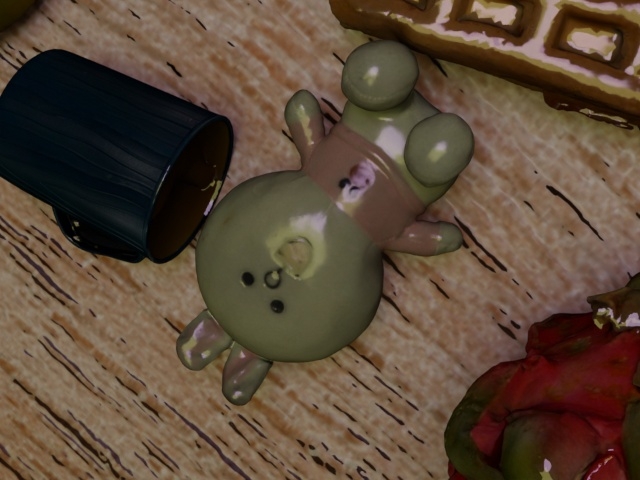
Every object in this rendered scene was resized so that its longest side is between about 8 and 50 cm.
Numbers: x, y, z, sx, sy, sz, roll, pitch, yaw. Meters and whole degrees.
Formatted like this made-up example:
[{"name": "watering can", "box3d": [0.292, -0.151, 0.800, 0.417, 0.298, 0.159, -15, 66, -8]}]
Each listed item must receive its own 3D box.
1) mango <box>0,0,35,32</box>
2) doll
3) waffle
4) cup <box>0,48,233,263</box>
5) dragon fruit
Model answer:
[{"name": "mango", "box3d": [-0.263, -0.220, 0.627, 0.191, 0.085, 0.122, -35, 86, 18]}, {"name": "doll", "box3d": [0.005, -0.006, 0.587, 0.155, 0.113, 0.275, 39, 114, 3]}, {"name": "waffle", "box3d": [0.186, -0.186, 0.511, 0.328, 0.098, 0.224, 21, 106, 11]}, {"name": "cup", "box3d": [-0.158, -0.049, 0.614, 0.138, 0.113, 0.150, 26, 103, 11]}, {"name": "dragon fruit", "box3d": [0.192, 0.147, 0.488, 0.303, 0.237, 0.231, -40, 77, -11]}]
